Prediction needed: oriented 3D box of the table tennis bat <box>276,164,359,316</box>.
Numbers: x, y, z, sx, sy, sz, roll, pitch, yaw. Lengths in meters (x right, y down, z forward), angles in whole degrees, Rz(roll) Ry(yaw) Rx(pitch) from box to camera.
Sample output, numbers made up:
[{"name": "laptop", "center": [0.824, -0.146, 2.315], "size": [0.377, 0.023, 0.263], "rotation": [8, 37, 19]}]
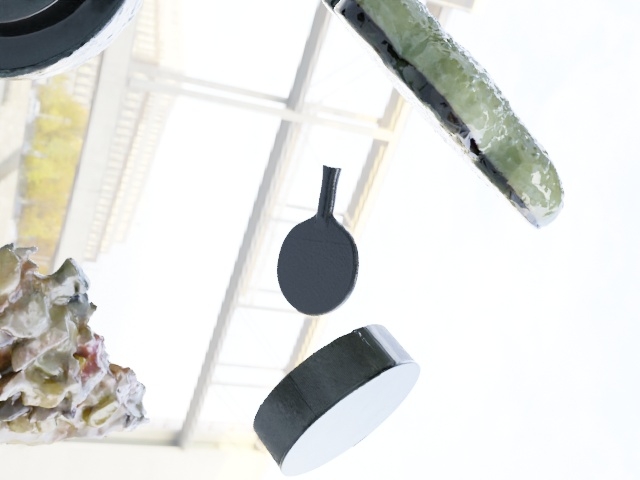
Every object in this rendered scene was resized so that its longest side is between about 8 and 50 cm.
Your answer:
[{"name": "table tennis bat", "center": [0.000, 0.000, 1.266], "size": [0.150, 0.027, 0.236], "rotation": [8, -91, 33]}]

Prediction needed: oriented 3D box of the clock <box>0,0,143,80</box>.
[{"name": "clock", "center": [-0.272, -0.276, 0.701], "size": [0.055, 0.281, 0.280], "rotation": [-36, 137, -83]}]

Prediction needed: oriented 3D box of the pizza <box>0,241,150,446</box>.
[{"name": "pizza", "center": [-0.171, 0.096, 0.494], "size": [0.185, 0.195, 0.052], "rotation": [-52, -126, 8]}]

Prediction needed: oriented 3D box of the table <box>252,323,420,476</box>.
[{"name": "table", "center": [0.013, 0.125, 0.637], "size": [0.043, 0.133, 0.133], "rotation": [50, -45, 25]}]

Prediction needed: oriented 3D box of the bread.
[{"name": "bread", "center": [0.088, -0.131, 0.654], "size": [0.056, 0.207, 0.286], "rotation": [-42, -133, 7]}]
